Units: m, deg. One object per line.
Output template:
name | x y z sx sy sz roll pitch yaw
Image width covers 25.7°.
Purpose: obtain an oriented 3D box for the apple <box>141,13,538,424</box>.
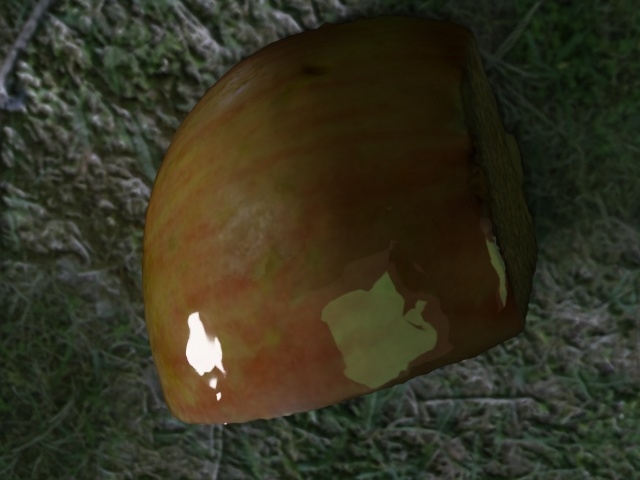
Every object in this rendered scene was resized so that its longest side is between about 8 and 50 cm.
apple | 0.000 0.000 1.057 0.309 0.314 0.252 -15 149 15
